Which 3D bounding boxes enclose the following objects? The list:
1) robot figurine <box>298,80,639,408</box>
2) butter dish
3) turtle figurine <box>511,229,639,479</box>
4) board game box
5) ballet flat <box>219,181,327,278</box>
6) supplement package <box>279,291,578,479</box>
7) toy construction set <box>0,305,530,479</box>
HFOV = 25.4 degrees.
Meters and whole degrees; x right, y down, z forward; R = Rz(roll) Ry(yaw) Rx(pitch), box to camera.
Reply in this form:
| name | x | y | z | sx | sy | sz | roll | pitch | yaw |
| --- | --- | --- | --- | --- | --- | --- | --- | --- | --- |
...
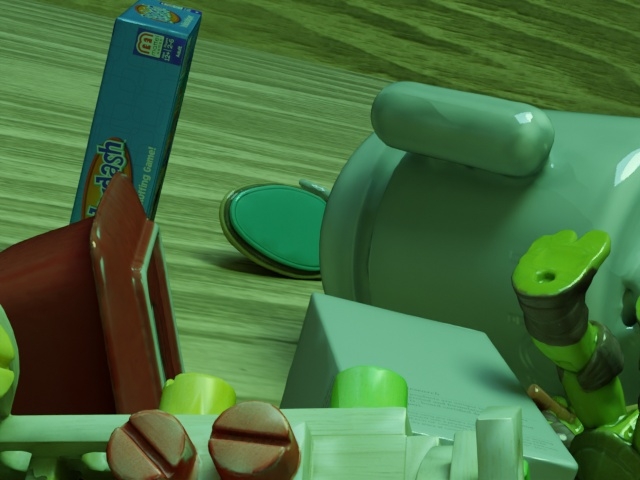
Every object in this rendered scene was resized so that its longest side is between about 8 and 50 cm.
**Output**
| name | x | y | z | sx | sy | sz | roll | pitch | yaw |
| --- | --- | --- | --- | --- | --- | --- | --- | --- | --- |
| robot figurine | 0.140 | 0.013 | 0.926 | 0.353 | 0.200 | 0.300 | 10 | -38 | 45 |
| butter dish | -0.129 | 0.060 | 0.679 | 0.118 | 0.160 | 0.160 | -8 | 14 | -2 |
| turtle figurine | 0.151 | 0.104 | 0.720 | 0.087 | 0.217 | 0.269 | -29 | 33 | -20 |
| board game box | -0.124 | -0.044 | 0.911 | 0.047 | 0.210 | 0.160 | 13 | 13 | -5 |
| ballet flat | 0.000 | 0.000 | 1.219 | 0.232 | 0.080 | 0.073 | 9 | -14 | -34 |
| supplement package | 0.040 | 0.109 | 0.697 | 0.105 | 0.105 | 0.179 | 12 | 14 | -10 |
| toy construction set | -0.051 | 0.081 | 0.482 | 0.328 | 0.151 | 0.215 | 10 | -33 | 19 |
